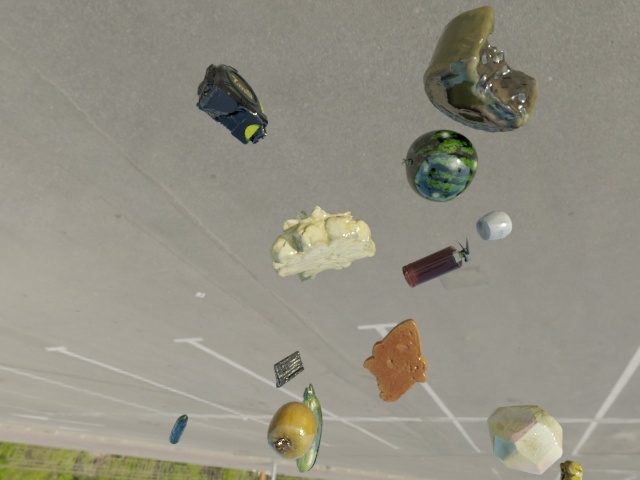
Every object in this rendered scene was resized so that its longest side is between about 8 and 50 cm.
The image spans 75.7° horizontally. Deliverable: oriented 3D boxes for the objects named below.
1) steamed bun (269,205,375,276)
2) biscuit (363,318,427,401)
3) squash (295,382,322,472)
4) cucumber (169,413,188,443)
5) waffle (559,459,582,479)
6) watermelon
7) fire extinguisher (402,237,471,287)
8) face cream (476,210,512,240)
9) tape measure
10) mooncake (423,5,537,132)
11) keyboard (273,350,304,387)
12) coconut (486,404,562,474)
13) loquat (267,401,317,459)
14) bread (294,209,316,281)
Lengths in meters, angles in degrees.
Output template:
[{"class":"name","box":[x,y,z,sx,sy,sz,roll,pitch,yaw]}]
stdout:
[{"class":"steamed bun","box":[0.000,0.000,1.085,0.296,0.137,0.292,-10,159,-18]},{"class":"biscuit","box":[0.221,0.344,1.184,0.183,0.043,0.280,15,106,11]},{"class":"squash","box":[-0.037,0.669,1.482,0.095,0.340,0.094,5,-173,-1]},{"class":"cucumber","box":[-0.373,0.493,1.088,0.032,0.032,0.133,15,127,-17]},{"class":"waffle","box":[0.524,0.621,0.896,0.052,0.254,0.245,11,121,33]},{"class":"watermelon","box":[0.439,-0.274,1.510,0.269,0.269,0.269,3,148,2]},{"class":"fire extinguisher","box":[0.450,0.084,1.576,0.269,0.104,0.105,-27,137,25]},{"class":"face cream","box":[0.696,-0.058,1.656,0.104,0.117,0.117,-17,150,-12]},{"class":"tape measure","box":[-0.233,-0.364,1.091,0.112,0.186,0.199,-32,136,21]},{"class":"mooncake","box":[0.560,-0.551,1.411,0.394,0.246,0.393,24,174,7]},{"class":"keyboard","box":[-0.081,0.336,1.086,0.018,0.060,0.195,-14,172,12]},{"class":"coconut","box":[0.688,0.673,1.408,0.237,0.237,0.197,-20,119,33]},{"class":"loquat","box":[-0.080,0.539,1.173,0.137,0.163,0.163,45,140,-2]},{"class":"bread","box":[-0.064,0.025,1.685,0.045,0.301,0.301,-5,152,-20]}]
